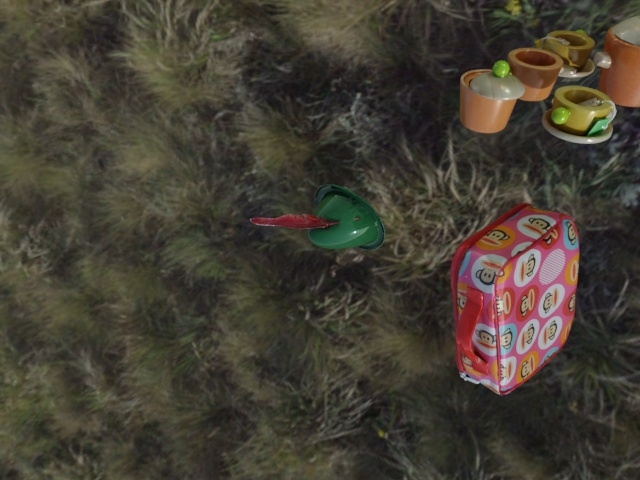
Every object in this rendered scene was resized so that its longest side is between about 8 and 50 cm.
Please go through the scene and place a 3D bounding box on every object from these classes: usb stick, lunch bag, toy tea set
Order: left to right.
[{"bbox_3d":[0.314,0.109,1.067,0.120,0.258,0.293,25,136,44],"label":"lunch bag"},{"bbox_3d":[0.325,-0.231,0.828,0.200,0.336,0.124,31,137,31],"label":"toy tea set"},{"bbox_3d":[0.453,-0.269,1.120,0.077,0.278,0.045,-31,100,10],"label":"usb stick"}]

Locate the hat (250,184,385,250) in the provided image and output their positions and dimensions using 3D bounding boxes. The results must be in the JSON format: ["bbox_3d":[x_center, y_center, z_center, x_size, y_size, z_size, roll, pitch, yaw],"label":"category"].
[{"bbox_3d":[0.000,0.000,1.327,0.208,0.183,0.173,28,146,23],"label":"hat"}]
